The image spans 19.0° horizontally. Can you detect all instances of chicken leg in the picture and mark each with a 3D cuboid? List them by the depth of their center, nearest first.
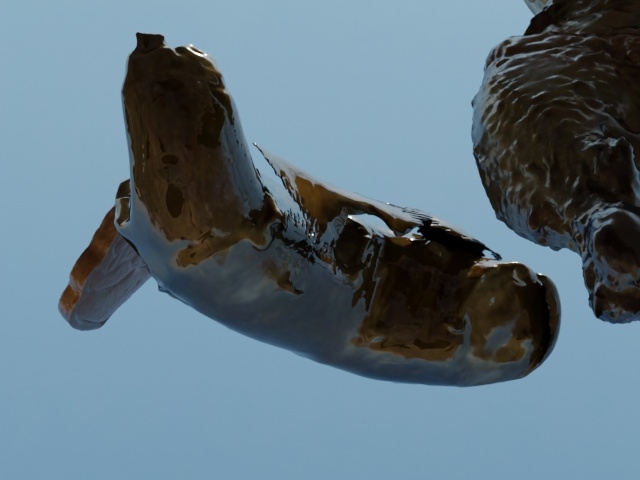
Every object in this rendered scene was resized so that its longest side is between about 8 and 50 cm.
[{"bbox_3d":[0.160,-0.065,0.881,0.177,0.083,0.322,3,-143,44],"label":"chicken leg"}]

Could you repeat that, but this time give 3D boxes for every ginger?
[{"bbox_3d":[-0.006,0.007,1.075,0.133,0.309,0.107,-32,-136,43],"label":"ginger"}]

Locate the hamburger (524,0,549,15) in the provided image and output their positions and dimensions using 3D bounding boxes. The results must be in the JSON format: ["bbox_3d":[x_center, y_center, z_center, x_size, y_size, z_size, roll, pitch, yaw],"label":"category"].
[{"bbox_3d":[0.227,-0.228,1.121,0.276,0.294,0.179,0,-157,-15],"label":"hamburger"}]

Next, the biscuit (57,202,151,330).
[{"bbox_3d":[-0.112,0.003,1.146,0.019,0.102,0.130,38,-68,14],"label":"biscuit"}]
